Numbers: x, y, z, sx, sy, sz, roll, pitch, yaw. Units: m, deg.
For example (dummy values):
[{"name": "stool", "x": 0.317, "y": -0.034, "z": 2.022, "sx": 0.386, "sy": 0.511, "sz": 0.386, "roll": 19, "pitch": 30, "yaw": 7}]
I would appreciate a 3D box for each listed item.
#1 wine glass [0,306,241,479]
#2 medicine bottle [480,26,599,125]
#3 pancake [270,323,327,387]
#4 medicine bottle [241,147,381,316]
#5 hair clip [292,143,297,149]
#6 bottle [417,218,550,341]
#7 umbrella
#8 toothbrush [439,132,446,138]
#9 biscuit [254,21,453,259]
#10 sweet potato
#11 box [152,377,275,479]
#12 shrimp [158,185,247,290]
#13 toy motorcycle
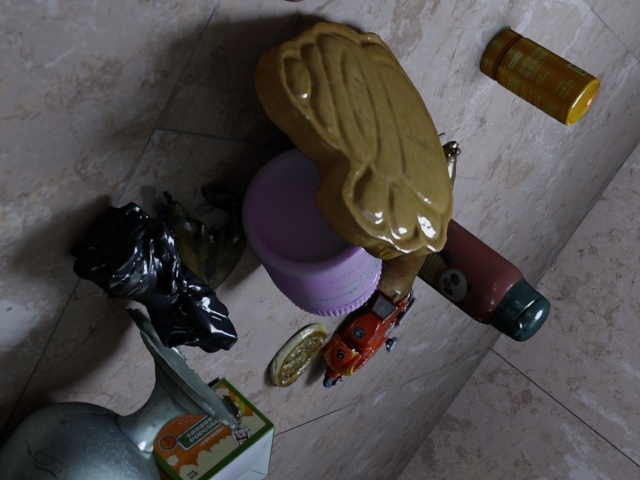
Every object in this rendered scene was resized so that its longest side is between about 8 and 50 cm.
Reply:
[{"name": "wine glass", "x": -0.277, "y": 0.279, "z": 1.011, "sx": 0.323, "sy": 0.238, "sz": 0.238, "roll": -45, "pitch": 155, "yaw": -7}, {"name": "medicine bottle", "x": 0.386, "y": -0.290, "z": 1.394, "sx": 0.096, "sy": 0.192, "sz": 0.096, "roll": -38, "pitch": 153, "yaw": -23}, {"name": "pancake", "x": -0.043, "y": 0.233, "z": 1.590, "sx": 0.158, "sy": 0.028, "sz": 0.158, "roll": -39, "pitch": 151, "yaw": -27}, {"name": "medicine bottle", "x": 0.000, "y": 0.000, "z": 1.117, "sx": 0.178, "sy": 0.178, "sz": 0.290, "roll": -47, "pitch": 164, "yaw": -8}, {"name": "hair clip", "x": 0.066, "y": -0.130, "z": 1.194, "sx": 0.321, "sy": 0.138, "sz": 0.091, "roll": 27, "pitch": 57, "yaw": -65}, {"name": "bottle", "x": 0.304, "y": 0.066, "z": 1.578, "sx": 0.144, "sy": 0.336, "sz": 0.144, "roll": -40, "pitch": 153, "yaw": -25}, {"name": "umbrella", "x": -0.185, "y": 0.068, "z": 0.962, "sx": 0.272, "sy": 0.122, "sz": 0.110, "roll": 59, "pitch": 28, "yaw": -50}, {"name": "toothbrush", "x": 0.201, "y": -0.179, "z": 1.456, "sx": 0.097, "sy": 0.006, "sz": 0.008, "roll": -32, "pitch": 162, "yaw": -35}, {"name": "biscuit", "x": 0.065, "y": -0.127, "z": 0.969, "sx": 0.057, "sy": 0.312, "sz": 0.351, "roll": -26, "pitch": 168, "yaw": 33}, {"name": "sweet potato", "x": 0.168, "y": -0.042, "z": 1.454, "sx": 0.131, "sy": 0.131, "sz": 0.336, "roll": -27, "pitch": 147, "yaw": -42}, {"name": "box", "x": -0.201, "y": 0.377, "z": 1.373, "sx": 0.195, "sy": 0.148, "sz": 0.177, "roll": -33, "pitch": 147, "yaw": -34}, {"name": "shrimp", "x": -0.140, "y": -0.009, "z": 1.045, "sx": 0.145, "sy": 0.059, "sz": 0.254, "roll": -42, "pitch": 155, "yaw": -26}, {"name": "toy motorcycle", "x": 0.103, "y": 0.206, "z": 1.729, "sx": 0.298, "sy": 0.089, "sz": 0.171, "roll": -49, "pitch": 155, "yaw": -6}]
